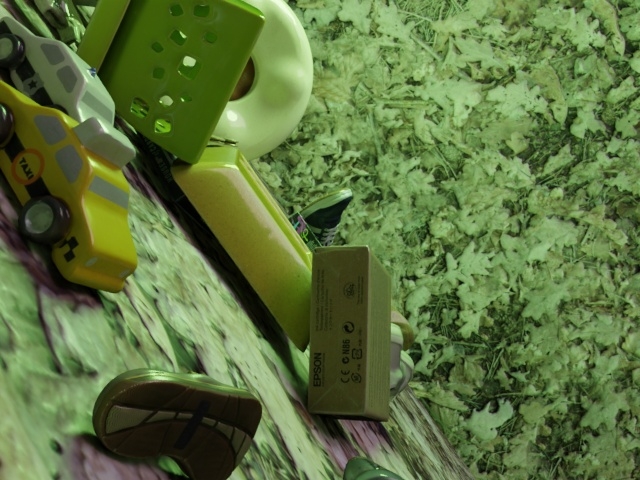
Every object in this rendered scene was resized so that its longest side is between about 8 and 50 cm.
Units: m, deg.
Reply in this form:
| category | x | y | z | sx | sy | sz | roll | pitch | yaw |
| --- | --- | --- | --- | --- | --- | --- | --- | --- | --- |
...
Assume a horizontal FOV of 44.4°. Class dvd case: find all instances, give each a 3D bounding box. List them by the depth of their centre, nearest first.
| category | x | y | z | sx | sy | sz | roll | pitch | yaw |
| --- | --- | --- | --- | --- | --- | --- | --- | --- | --- |
| dvd case | -0.204 | -0.076 | 1.273 | 0.179 | 0.029 | 0.239 | 56 | 2 | 31 |

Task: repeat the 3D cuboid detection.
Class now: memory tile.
| category | x | y | z | sx | sy | sz | roll | pitch | yaw |
| --- | --- | --- | --- | --- | --- | --- | --- | --- | --- |
| memory tile | -0.220 | -0.182 | 1.336 | 0.113 | 0.012 | 0.148 | 17 | 7 | 36 |

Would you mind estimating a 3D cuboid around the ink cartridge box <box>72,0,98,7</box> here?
| category | x | y | z | sx | sy | sz | roll | pitch | yaw |
| --- | --- | --- | --- | --- | --- | --- | --- | --- | --- |
| ink cartridge box | -0.386 | -0.499 | 1.547 | 0.255 | 0.188 | 0.097 | -56 | 152 | -88 |

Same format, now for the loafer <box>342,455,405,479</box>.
| category | x | y | z | sx | sy | sz | roll | pitch | yaw |
| --- | --- | --- | --- | --- | --- | --- | --- | --- | --- |
| loafer | 0.132 | 0.366 | 0.916 | 0.303 | 0.109 | 0.095 | 51 | -1 | -14 |

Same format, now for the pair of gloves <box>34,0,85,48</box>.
| category | x | y | z | sx | sy | sz | roll | pitch | yaw |
| --- | --- | --- | --- | --- | --- | --- | --- | --- | --- |
| pair of gloves | -0.401 | -0.373 | 1.112 | 0.240 | 0.042 | 0.204 | -151 | -144 | -87 |

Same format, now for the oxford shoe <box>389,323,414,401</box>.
| category | x | y | z | sx | sy | sz | roll | pitch | yaw |
| --- | --- | --- | --- | --- | --- | --- | --- | --- | --- |
| oxford shoe | 0.087 | 0.248 | 1.457 | 0.449 | 0.169 | 0.130 | 70 | 27 | -71 |

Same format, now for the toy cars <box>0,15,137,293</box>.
| category | x | y | z | sx | sy | sz | roll | pitch | yaw |
| --- | --- | --- | --- | --- | --- | --- | --- | --- | --- |
| toy cars | -0.221 | -0.105 | 0.701 | 0.176 | 0.087 | 0.394 | 53 | 3 | -33 |

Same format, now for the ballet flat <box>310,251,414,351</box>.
| category | x | y | z | sx | sy | sz | roll | pitch | yaw |
| --- | --- | --- | --- | --- | --- | --- | --- | --- | --- |
| ballet flat | 0.032 | 0.126 | 1.566 | 0.342 | 0.116 | 0.124 | 39 | 15 | 5 |

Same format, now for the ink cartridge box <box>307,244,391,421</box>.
| category | x | y | z | sx | sy | sz | roll | pitch | yaw |
| --- | --- | --- | --- | --- | --- | --- | --- | --- | --- |
| ink cartridge box | 0.047 | 0.143 | 1.154 | 0.193 | 0.088 | 0.235 | 50 | 40 | -69 |

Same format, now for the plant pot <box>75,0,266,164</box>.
| category | x | y | z | sx | sy | sz | roll | pitch | yaw |
| --- | --- | --- | --- | --- | --- | --- | --- | --- | --- |
| plant pot | -0.222 | -0.268 | 1.108 | 0.207 | 0.227 | 0.228 | 25 | 13 | -18 |

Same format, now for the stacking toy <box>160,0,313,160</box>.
| category | x | y | z | sx | sy | sz | roll | pitch | yaw |
| --- | --- | --- | --- | --- | --- | --- | --- | --- | --- |
| stacking toy | -0.257 | -0.352 | 1.657 | 0.351 | 0.350 | 0.480 | 53 | -14 | -23 |

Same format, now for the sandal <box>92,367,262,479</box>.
| category | x | y | z | sx | sy | sz | roll | pitch | yaw |
| --- | --- | --- | --- | --- | --- | --- | --- | --- | --- |
| sandal | -0.094 | 0.117 | 0.528 | 0.049 | 0.072 | 0.180 | 31 | -7 | 33 |

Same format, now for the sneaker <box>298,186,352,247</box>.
| category | x | y | z | sx | sy | sz | roll | pitch | yaw |
| --- | --- | --- | --- | --- | --- | --- | --- | --- | --- |
| sneaker | 0.000 | 0.000 | 1.757 | 0.099 | 0.282 | 0.153 | -22 | 81 | -47 |

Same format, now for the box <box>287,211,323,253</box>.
| category | x | y | z | sx | sy | sz | roll | pitch | yaw |
| --- | --- | --- | --- | --- | --- | --- | --- | --- | --- |
| box | -0.049 | 0.035 | 1.674 | 0.162 | 0.116 | 0.029 | 56 | 2 | 16 |

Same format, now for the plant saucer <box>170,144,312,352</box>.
| category | x | y | z | sx | sy | sz | roll | pitch | yaw |
| --- | --- | --- | --- | --- | --- | --- | --- | --- | --- |
| plant saucer | -0.099 | -0.019 | 1.259 | 0.333 | 0.081 | 0.333 | 56 | 3 | -13 |
